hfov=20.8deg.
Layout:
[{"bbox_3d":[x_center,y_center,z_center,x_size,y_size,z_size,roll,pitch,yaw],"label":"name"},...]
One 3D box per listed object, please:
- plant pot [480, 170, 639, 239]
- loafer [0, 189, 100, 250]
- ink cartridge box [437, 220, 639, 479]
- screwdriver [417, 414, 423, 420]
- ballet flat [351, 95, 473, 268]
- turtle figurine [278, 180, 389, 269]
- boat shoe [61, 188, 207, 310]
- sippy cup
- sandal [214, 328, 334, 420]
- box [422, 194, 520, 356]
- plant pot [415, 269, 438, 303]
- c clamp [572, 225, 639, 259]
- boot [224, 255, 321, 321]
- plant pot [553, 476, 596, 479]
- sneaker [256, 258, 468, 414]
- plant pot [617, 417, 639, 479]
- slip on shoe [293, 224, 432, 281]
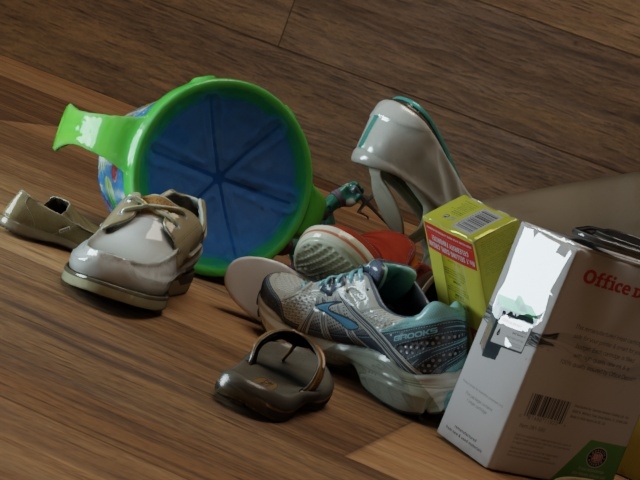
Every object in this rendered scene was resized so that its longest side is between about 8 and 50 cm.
[{"bbox_3d":[0.340,0.048,2.285,0.280,0.323,0.323,5,6,2],"label":"plant pot"},{"bbox_3d":[-0.277,-0.018,1.902,0.148,0.050,0.056,14,9,-40],"label":"loafer"},{"bbox_3d":[0.228,0.108,1.621,0.160,0.219,0.092,16,9,-35],"label":"ink cartridge box"},{"bbox_3d":[0.089,0.148,1.742,0.024,0.025,0.170,19,6,-10],"label":"screwdriver"},{"bbox_3d":[0.166,-0.022,2.409,0.400,0.139,0.139,51,-11,-31],"label":"ballet flat"},{"bbox_3d":[0.000,0.000,2.348,0.234,0.118,0.175,25,42,-36],"label":"turtle figurine"},{"bbox_3d":[-0.183,0.002,1.780,0.113,0.103,0.302,20,6,3],"label":"boat shoe"},{"bbox_3d":[-0.160,-0.081,2.121,0.305,0.240,0.224,58,-20,-19],"label":"sippy cup"},{"bbox_3d":[-0.036,0.108,1.532,0.090,0.060,0.219,22,7,13],"label":"sandal"},{"bbox_3d":[0.163,0.076,1.706,0.058,0.232,0.087,-26,33,-25],"label":"box"},{"bbox_3d":[0.160,0.091,1.882,0.167,0.167,0.165,19,0,-9],"label":"plant pot"},{"bbox_3d":[0.295,0.012,1.580,0.137,0.022,0.161,15,7,11],"label":"c clamp"},{"bbox_3d":[-0.020,0.072,1.913,0.190,0.069,0.086,26,-3,-7],"label":"boot"},{"bbox_3d":[0.295,0.256,1.433,0.236,0.032,0.236,21,7,-2],"label":"plant pot"},{"bbox_3d":[0.049,0.069,1.752,0.110,0.122,0.283,-7,23,-43],"label":"sneaker"},{"bbox_3d":[0.332,0.199,1.789,0.081,0.083,0.081,21,7,18],"label":"plant pot"},{"bbox_3d":[0.058,0.030,2.002,0.123,0.101,0.331,20,-7,23],"label":"slip on shoe"}]
